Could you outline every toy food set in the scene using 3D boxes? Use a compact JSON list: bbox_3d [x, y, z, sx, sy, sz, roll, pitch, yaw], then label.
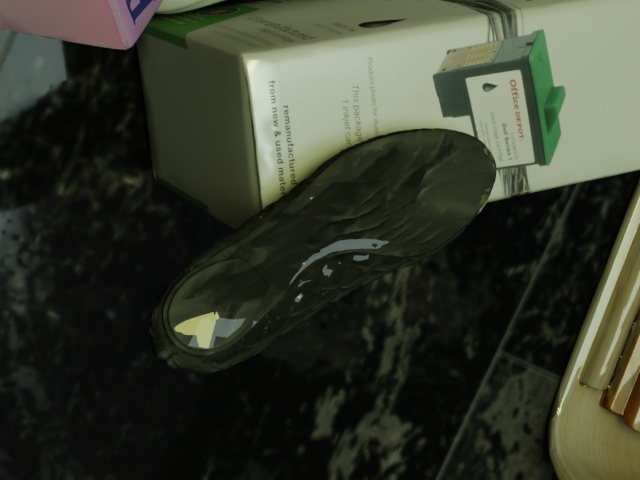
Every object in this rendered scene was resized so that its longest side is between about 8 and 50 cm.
[{"bbox_3d":[0.282,0.037,0.993,0.220,0.092,0.306,19,94,-26],"label":"toy food set"}]

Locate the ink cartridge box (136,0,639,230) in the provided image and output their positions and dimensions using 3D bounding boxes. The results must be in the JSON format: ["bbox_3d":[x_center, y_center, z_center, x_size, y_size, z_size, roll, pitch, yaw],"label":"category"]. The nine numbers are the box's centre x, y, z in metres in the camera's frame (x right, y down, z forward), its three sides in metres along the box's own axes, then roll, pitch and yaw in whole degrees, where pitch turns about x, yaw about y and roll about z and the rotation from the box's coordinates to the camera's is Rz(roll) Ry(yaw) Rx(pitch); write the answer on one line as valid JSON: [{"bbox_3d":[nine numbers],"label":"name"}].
[{"bbox_3d":[0.041,-0.074,0.824,0.219,0.160,0.092,-13,108,-21],"label":"ink cartridge box"}]

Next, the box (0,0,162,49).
[{"bbox_3d":[-0.096,-0.239,0.650,0.243,0.117,0.213,-61,152,-30],"label":"box"}]

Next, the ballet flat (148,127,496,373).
[{"bbox_3d":[0.000,0.000,0.719,0.173,0.049,0.057,-29,89,-19],"label":"ballet flat"}]

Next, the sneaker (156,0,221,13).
[{"bbox_3d":[0.040,-0.163,0.826,0.290,0.106,0.123,-26,133,0],"label":"sneaker"}]
